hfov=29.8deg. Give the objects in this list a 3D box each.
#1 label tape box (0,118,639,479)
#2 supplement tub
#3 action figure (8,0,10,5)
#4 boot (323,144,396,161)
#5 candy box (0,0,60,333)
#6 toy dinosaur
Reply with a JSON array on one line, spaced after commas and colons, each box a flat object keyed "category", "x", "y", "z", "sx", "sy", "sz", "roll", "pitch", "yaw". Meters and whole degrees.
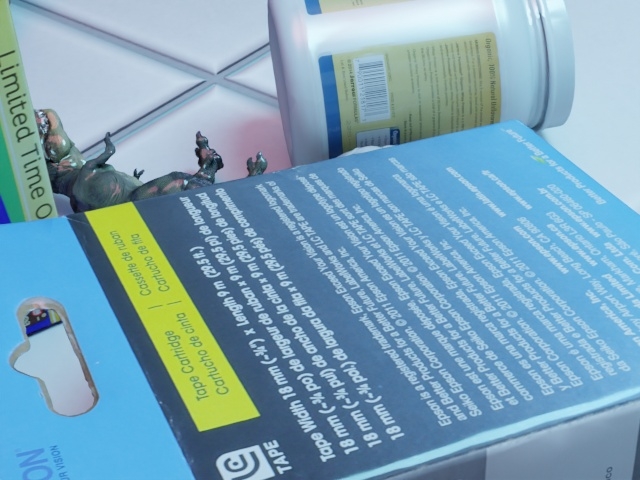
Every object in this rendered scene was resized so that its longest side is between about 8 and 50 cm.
[{"category": "label tape box", "x": 0.007, "y": 0.062, "z": 0.565, "sx": 0.334, "sy": 0.105, "sz": 0.240, "roll": -13, "pitch": 34, "yaw": -19}, {"category": "supplement tub", "x": 0.069, "y": -0.127, "z": 0.870, "sx": 0.200, "sy": 0.144, "sz": 0.144, "roll": -9, "pitch": 37, "yaw": -4}, {"category": "action figure", "x": -0.456, "y": -0.248, "z": 1.134, "sx": 0.370, "sy": 0.248, "sz": 0.275, "roll": -10, "pitch": 78, "yaw": 16}, {"category": "boot", "x": 0.000, "y": 0.000, "z": 0.758, "sx": 0.258, "sy": 0.095, "sz": 0.123, "roll": -4, "pitch": 28, "yaw": -20}, {"category": "candy box", "x": -0.320, "y": -0.023, "z": 0.683, "sx": 0.317, "sy": 0.268, "sz": 0.122, "roll": -24, "pitch": 44, "yaw": -22}, {"category": "toy dinosaur", "x": -0.104, "y": -0.026, "z": 0.837, "sx": 0.118, "sy": 0.064, "sz": 0.268, "roll": -33, "pitch": 48, "yaw": -23}]
